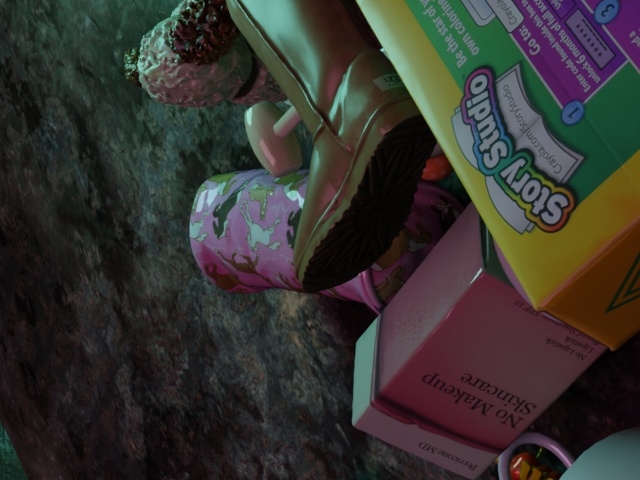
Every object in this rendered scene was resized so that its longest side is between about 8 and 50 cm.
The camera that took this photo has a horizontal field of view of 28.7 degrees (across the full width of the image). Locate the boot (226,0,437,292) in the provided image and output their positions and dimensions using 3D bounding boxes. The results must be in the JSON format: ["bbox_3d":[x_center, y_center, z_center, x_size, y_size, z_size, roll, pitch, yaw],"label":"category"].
[{"bbox_3d":[-0.010,-0.125,1.096,0.269,0.089,0.236,58,136,31],"label":"boot"}]

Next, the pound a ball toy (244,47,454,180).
[{"bbox_3d":[0.096,-0.123,1.180,0.319,0.208,0.135,-22,88,56],"label":"pound a ball toy"}]

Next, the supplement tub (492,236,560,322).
[{"bbox_3d":[0.253,-0.027,1.012,0.144,0.200,0.144,31,131,44],"label":"supplement tub"}]

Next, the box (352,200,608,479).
[{"bbox_3d":[0.150,0.095,1.192,0.232,0.149,0.126,-54,17,34],"label":"box"}]

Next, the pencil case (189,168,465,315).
[{"bbox_3d":[0.000,0.000,1.438,0.386,0.160,0.167,8,97,54],"label":"pencil case"}]

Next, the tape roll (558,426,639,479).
[{"bbox_3d":[0.301,0.302,1.048,0.100,0.286,0.286,0,108,56],"label":"tape roll"}]

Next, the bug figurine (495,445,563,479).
[{"bbox_3d":[0.253,0.359,1.344,0.216,0.072,0.279,36,130,32],"label":"bug figurine"}]

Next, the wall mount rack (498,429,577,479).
[{"bbox_3d":[0.176,0.369,1.276,0.304,0.130,0.350,0,106,48],"label":"wall mount rack"}]

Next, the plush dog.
[{"bbox_3d":[-0.101,-0.211,1.398,0.262,0.225,0.210,-26,83,57],"label":"plush dog"}]

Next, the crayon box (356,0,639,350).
[{"bbox_3d":[0.212,-0.163,0.867,0.313,0.106,0.363,-45,45,23],"label":"crayon box"}]
